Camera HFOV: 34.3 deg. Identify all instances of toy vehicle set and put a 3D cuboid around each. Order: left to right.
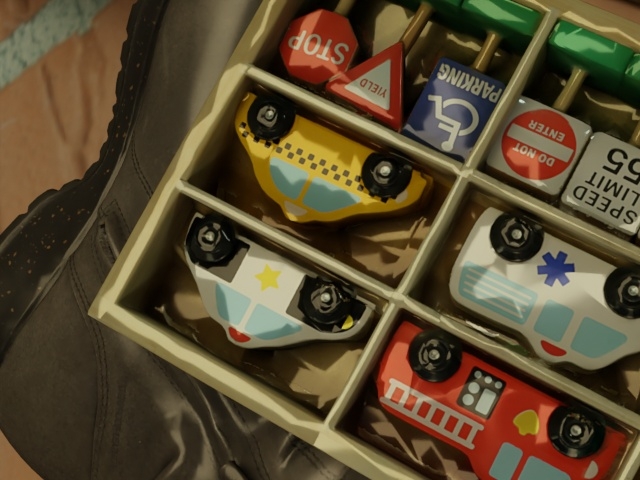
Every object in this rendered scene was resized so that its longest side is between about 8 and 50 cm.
[{"bbox_3d":[0.078,0.014,0.333,0.266,0.035,0.166,27,86,15],"label":"toy vehicle set"}]

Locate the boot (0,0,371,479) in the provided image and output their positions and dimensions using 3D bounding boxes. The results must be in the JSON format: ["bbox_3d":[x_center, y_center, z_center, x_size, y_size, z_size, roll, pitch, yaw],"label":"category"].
[{"bbox_3d":[0.000,0.000,0.427,0.222,0.118,0.338,39,103,31],"label":"boot"}]

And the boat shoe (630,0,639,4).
[{"bbox_3d":[0.158,-0.112,0.367,0.223,0.073,0.080,33,93,38],"label":"boat shoe"}]
